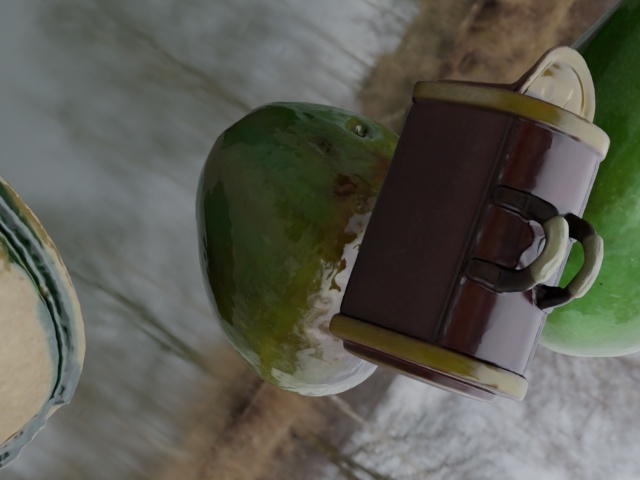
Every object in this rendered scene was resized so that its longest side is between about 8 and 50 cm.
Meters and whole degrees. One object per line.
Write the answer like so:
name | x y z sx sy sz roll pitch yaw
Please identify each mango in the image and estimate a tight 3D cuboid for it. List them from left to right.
mango | 0.246 -0.059 0.965 0.201 0.225 0.382 -59 170 -45

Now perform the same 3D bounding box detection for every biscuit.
biscuit | -0.325 0.059 0.863 0.287 0.057 0.343 -40 127 -16

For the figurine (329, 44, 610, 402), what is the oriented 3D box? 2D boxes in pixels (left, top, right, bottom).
figurine | 0.078 -0.010 0.506 0.098 0.082 0.154 15 -97 62

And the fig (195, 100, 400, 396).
fig | 0.000 0.000 0.810 0.181 0.191 0.181 -33 180 0
